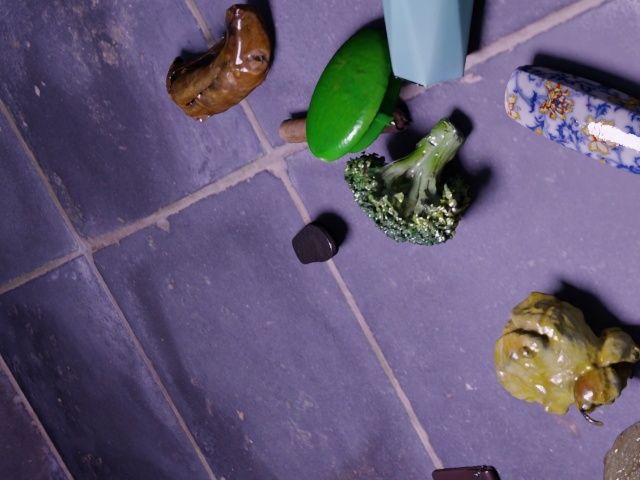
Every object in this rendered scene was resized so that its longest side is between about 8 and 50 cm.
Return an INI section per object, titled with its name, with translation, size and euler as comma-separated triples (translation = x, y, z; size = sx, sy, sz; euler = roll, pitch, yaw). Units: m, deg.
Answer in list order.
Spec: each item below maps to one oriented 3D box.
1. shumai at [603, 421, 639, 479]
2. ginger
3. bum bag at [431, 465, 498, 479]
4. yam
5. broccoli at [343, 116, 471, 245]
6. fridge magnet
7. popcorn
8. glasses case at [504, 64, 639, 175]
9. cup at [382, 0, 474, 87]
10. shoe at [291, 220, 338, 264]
[shumai]
translation = 0.479, 0.333, 1.542
size = 0.123, 0.087, 0.099
euler = -59, 31, 9
[ginger]
translation = -0.168, -0.285, 1.774
size = 0.309, 0.107, 0.133
euler = -18, 79, 52
[bum bag]
translation = 0.269, 0.454, 1.888
size = 0.159, 0.026, 0.109
euler = -20, 101, 51
[yam]
translation = 0.034, -0.182, 1.672
size = 0.264, 0.046, 0.046
euler = -1, 115, 47
[broccoli]
translation = 0.145, -0.092, 1.547
size = 0.219, 0.194, 0.194
euler = 55, 149, 42
[fridge magnet]
translation = 0.047, -0.211, 1.548
size = 0.088, 0.208, 0.208
euler = 20, 151, -25
[popcorn]
translation = 0.344, 0.177, 1.511
size = 0.195, 0.173, 0.168
euler = 30, 122, 23
[glasses case]
translation = 0.347, -0.153, 1.344
size = 0.248, 0.065, 0.087
euler = 31, 137, 30
[cup]
translation = 0.141, -0.326, 1.388
size = 0.134, 0.148, 0.235
euler = 27, 138, 36
[shoe]
translation = 0.000, 0.000, 1.843
size = 0.071, 0.049, 0.179
euler = 64, 161, -1
